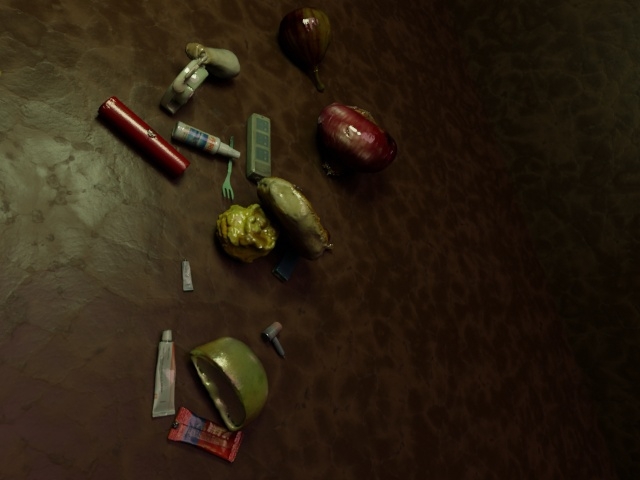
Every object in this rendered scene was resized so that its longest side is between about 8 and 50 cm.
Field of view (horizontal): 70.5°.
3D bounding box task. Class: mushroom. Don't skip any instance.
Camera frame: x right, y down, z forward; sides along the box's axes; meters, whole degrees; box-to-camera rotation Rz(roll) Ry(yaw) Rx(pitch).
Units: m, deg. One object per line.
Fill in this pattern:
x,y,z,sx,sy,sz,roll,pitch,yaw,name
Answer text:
-0.348,-0.588,1.492,0.225,0.116,0.093,-40,139,-69,mushroom
0.006,-0.008,1.631,0.130,0.072,0.088,23,29,-34,mushroom

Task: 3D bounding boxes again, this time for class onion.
0.118,-0.370,1.766,0.348,0.285,0.347,34,16,-11,onion

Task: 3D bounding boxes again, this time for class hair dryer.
-0.134,0.317,1.414,0.063,0.037,0.114,-36,105,-44,hair dryer

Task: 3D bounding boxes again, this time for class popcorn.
-0.224,-0.030,1.392,0.198,0.155,0.197,18,52,-25,popcorn

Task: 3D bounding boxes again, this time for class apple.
-0.219,0.377,1.265,0.193,0.120,0.264,-31,97,-54,apple

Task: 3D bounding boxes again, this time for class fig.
-0.032,-0.765,1.826,0.217,0.217,0.320,-44,122,-41,fig

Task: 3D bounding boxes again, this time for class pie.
-0.099,-0.071,1.432,0.092,0.315,0.315,-38,100,-15,pie

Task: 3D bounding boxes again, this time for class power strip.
-0.215,-0.326,1.579,0.078,0.052,0.271,13,65,-36,power strip
-0.112,0.076,1.523,0.056,0.032,0.123,45,50,-19,power strip

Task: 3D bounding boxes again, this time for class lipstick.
-0.506,-0.296,1.311,0.280,0.073,0.073,42,51,-19,lipstick

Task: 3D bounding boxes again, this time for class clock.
-0.405,-0.482,1.385,0.062,0.191,0.151,41,52,-21,clock

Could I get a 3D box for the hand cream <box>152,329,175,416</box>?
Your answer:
-0.402,0.342,1.179,0.053,0.038,0.215,2,76,-14,hand cream

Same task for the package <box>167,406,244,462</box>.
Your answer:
-0.300,0.516,1.200,0.201,0.022,0.083,35,53,-24,package

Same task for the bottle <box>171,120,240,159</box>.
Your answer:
-0.358,-0.312,1.442,0.217,0.060,0.060,18,63,-31,bottle

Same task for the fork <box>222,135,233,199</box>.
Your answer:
-0.300,-0.241,1.498,0.039,0.021,0.234,18,61,-39,fork

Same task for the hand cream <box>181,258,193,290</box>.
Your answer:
-0.384,0.099,1.300,0.030,0.019,0.093,0,80,-42,hand cream
